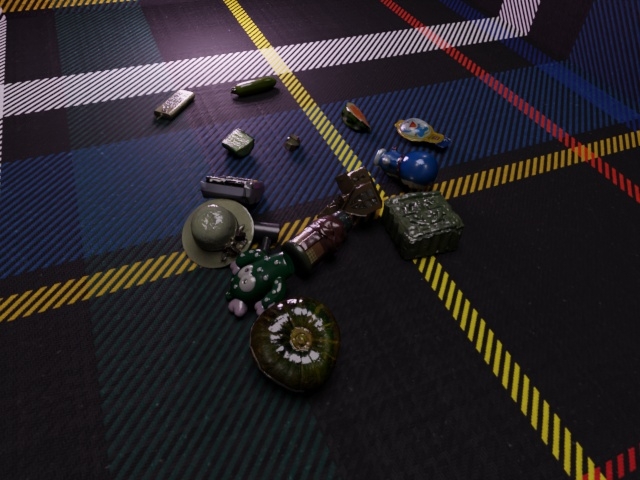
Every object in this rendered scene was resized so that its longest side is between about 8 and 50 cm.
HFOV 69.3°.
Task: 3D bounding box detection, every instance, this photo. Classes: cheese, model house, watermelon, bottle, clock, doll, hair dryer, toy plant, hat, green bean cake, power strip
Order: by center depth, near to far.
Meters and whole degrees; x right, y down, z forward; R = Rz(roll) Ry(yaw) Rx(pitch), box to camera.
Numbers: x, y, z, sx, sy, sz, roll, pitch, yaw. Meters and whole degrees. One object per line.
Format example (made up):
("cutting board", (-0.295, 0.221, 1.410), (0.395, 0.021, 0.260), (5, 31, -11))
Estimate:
("toy plant", (-0.198, 0.128, 1.452), (0.243, 0.112, 0.233), (-7, 57, 26))
("hat", (-0.359, -0.044, 1.546), (0.256, 0.130, 0.258), (-1, 73, 4))
("bottle", (0.000, 0.000, 1.597), (0.271, 0.143, 0.156), (-38, 21, -29))
("hair dryer", (-0.210, 0.042, 1.600), (0.114, 0.071, 0.248), (7, 56, 1))
("green bean cake", (0.369, -0.069, 1.695), (0.240, 0.132, 0.255), (-12, 49, -10))
("clock", (-0.322, -0.191, 1.730), (0.186, 0.084, 0.253), (9, 9, 4))
("model house", (0.088, -0.155, 1.730), (0.247, 0.176, 0.181), (-24, 11, 11))
("doll", (0.346, -0.292, 1.882), (0.256, 0.161, 0.215), (20, 16, 31))
("model house", (-0.122, -0.431, 2.049), (0.058, 0.057, 0.083), (28, 25, -13))
("cheese", (0.469, -0.494, 2.133), (0.270, 0.069, 0.177), (32, 52, 23))
("power strip", (-0.701, -0.639, 2.204), (0.092, 0.034, 0.268), (17, 48, 11))
("watermelon", (0.164, -0.595, 2.220), (0.119, 0.063, 0.245), (4, 39, -26))

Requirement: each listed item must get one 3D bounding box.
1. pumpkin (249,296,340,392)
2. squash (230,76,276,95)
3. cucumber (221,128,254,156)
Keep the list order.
("pumpkin", (-0.064, 0.285, 1.299), (0.259, 0.189, 0.261), (1, 73, -4))
("squash", (-0.332, -0.781, 2.344), (0.257, 0.069, 0.069), (-24, 53, -23))
("cucumber", (-0.357, -0.414, 2.003), (0.115, 0.062, 0.116), (32, 60, 25))
